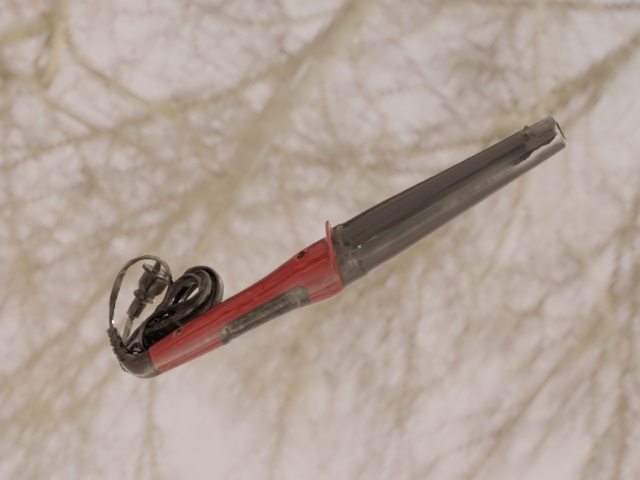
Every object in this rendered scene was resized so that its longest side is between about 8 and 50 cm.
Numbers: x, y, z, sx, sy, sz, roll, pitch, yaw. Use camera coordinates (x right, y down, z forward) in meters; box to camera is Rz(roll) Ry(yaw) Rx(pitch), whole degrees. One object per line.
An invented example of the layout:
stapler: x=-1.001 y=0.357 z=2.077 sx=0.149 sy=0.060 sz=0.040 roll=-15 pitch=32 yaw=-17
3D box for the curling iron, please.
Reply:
curling iron: x=0.000 y=0.000 z=1.014 sx=0.035 sy=0.274 sz=0.068 roll=29 pitch=-138 yaw=-55
